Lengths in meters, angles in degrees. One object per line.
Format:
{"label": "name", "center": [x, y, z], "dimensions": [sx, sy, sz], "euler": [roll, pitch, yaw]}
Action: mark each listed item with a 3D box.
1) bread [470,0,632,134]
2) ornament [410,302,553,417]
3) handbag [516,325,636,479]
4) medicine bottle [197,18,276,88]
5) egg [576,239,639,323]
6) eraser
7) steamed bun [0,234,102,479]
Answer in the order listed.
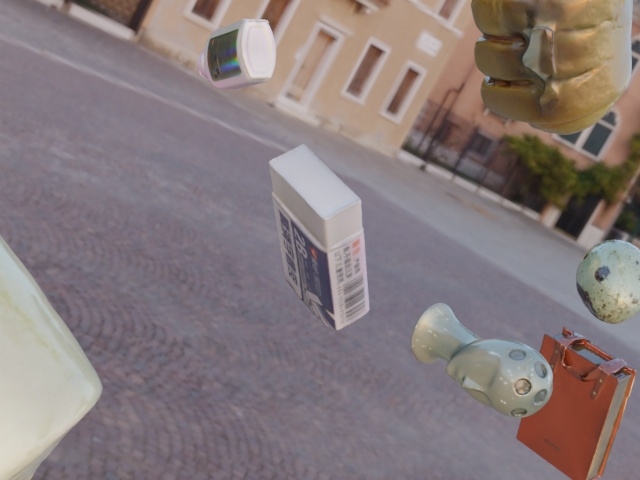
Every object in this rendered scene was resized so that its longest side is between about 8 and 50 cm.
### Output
{"label": "bread", "center": [0.430, -0.351, 1.829], "dimensions": [0.300, 0.342, 0.210], "euler": [12, 34, 27]}
{"label": "ornament", "center": [0.162, 0.125, 0.970], "dimensions": [0.081, 0.075, 0.156], "euler": [-18, 30, -30]}
{"label": "handbag", "center": [0.353, 0.229, 1.345], "dimensions": [0.062, 0.190, 0.127], "euler": [-14, 35, -38]}
{"label": "medicine bottle", "center": [-0.164, -0.347, 1.828], "dimensions": [0.078, 0.115, 0.219], "euler": [-8, 6, -30]}
{"label": "egg", "center": [0.337, 0.049, 1.112], "dimensions": [0.085, 0.085, 0.110], "euler": [27, 52, -9]}
{"label": "eraser", "center": [0.000, 0.000, 1.166], "dimensions": [0.124, 0.068, 0.210], "euler": [48, -22, 36]}
{"label": "steamed bun", "center": [-0.440, 0.134, 0.740], "dimensions": [0.371, 0.455, 0.290], "euler": [57, 8, -5]}
